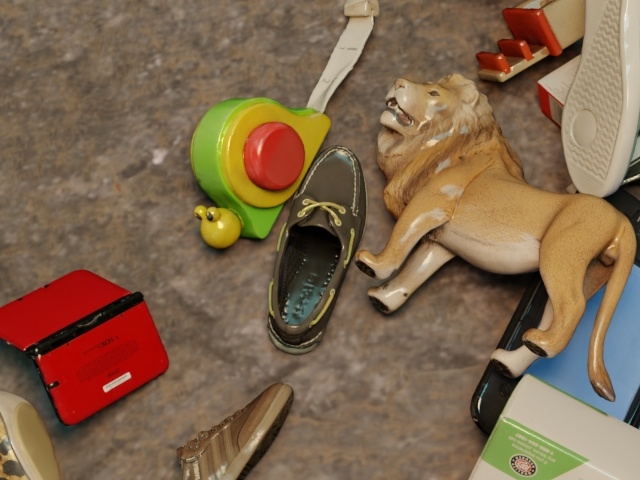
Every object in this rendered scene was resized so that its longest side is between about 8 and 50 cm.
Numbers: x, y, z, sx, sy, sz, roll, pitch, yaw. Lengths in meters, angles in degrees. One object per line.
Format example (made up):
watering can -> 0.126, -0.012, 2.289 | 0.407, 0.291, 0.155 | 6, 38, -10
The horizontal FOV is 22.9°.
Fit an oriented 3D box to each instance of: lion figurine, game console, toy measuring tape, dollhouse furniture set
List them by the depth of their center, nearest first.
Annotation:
game console -> 0.329, 0.104, 1.502 | 0.250, 0.173, 0.293 | 33, 71, -12
lion figurine -> 0.184, -0.013, 1.523 | 0.392, 0.142, 0.240 | 30, 70, 34
game console -> -0.242, 0.103, 1.555 | 0.144, 0.085, 0.124 | -29, 102, -42
toy measuring tape -> -0.047, -0.142, 1.622 | 0.121, 0.121, 0.330 | 25, 72, 8
dollhouse furniture set -> 0.181, -0.310, 1.631 | 0.135, 0.262, 0.259 | -29, 104, -9

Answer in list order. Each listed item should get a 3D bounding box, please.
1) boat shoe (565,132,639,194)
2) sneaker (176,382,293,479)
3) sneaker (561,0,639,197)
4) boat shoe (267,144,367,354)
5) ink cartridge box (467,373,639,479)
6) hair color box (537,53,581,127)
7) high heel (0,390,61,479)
boat shoe -> 0.360, -0.088, 1.629 | 0.219, 0.078, 0.070 | -30, 89, -2
sneaker -> -0.100, 0.204, 1.525 | 0.071, 0.066, 0.188 | 32, 72, 11
sneaker -> 0.329, -0.162, 1.564 | 0.151, 0.094, 0.256 | 6, 94, -35
boat shoe -> 0.000, 0.000, 1.599 | 0.081, 0.069, 0.228 | 12, 70, 4
ink cartridge box -> 0.203, 0.257, 1.431 | 0.160, 0.219, 0.092 | 28, 31, 9
hair color box -> 0.323, -0.169, 1.660 | 0.167, 0.053, 0.093 | -33, 51, -10
high heel -> -0.367, 0.206, 1.529 | 0.186, 0.093, 0.261 | -32, 82, 8
